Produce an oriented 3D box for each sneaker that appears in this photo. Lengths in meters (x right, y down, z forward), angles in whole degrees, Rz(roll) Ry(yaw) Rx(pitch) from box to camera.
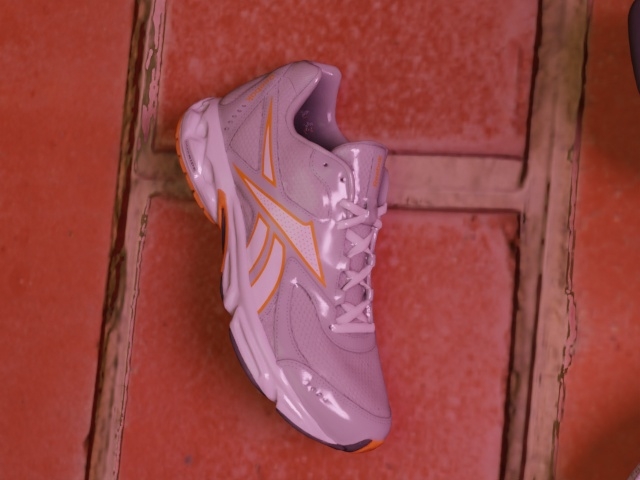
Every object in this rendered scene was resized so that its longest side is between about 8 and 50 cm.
[{"bbox_3d":[0.000,0.000,0.762,0.121,0.099,0.262,-30,70,23],"label":"sneaker"}]

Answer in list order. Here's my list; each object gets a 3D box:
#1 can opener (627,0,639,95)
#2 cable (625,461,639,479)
[{"bbox_3d":[0.201,-0.168,0.642,0.076,0.095,0.283,-10,80,32],"label":"can opener"},{"bbox_3d":[0.252,0.194,0.572,0.257,0.089,0.257,5,85,35],"label":"cable"}]
